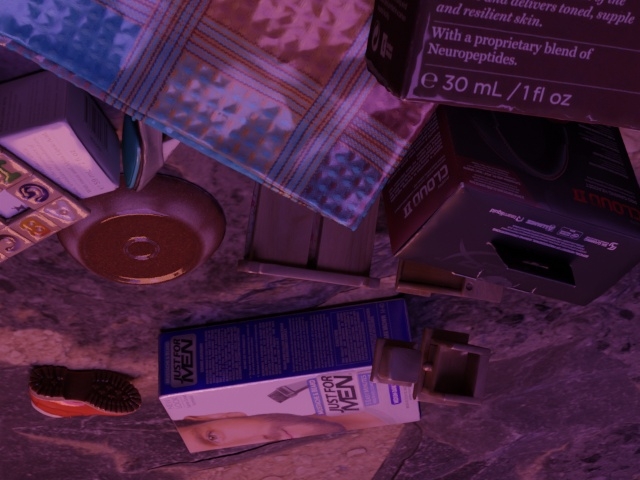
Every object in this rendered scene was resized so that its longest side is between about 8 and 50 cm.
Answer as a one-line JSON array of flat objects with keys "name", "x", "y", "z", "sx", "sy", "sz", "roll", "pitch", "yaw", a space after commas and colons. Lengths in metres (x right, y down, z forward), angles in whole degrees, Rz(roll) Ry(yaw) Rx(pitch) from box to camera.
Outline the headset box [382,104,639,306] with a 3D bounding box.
[{"name": "headset box", "x": 0.167, "y": -0.081, "z": 0.961, "sx": 0.218, "sy": 0.293, "sz": 0.110, "roll": 15, "pitch": 138, "yaw": -25}]

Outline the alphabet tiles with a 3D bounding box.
[{"name": "alphabet tiles", "x": -0.384, "y": -0.030, "z": 1.046, "sx": 0.237, "sy": 0.009, "sz": 0.198, "roll": -25, "pitch": 139, "yaw": 24}]

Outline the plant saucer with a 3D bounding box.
[{"name": "plant saucer", "x": -0.208, "y": -0.002, "z": 1.224, "sx": 0.198, "sy": 0.036, "sz": 0.198, "roll": -5, "pitch": 144, "yaw": -4}]

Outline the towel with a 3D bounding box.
[{"name": "towel", "x": -0.067, "y": -0.192, "z": 0.834, "sx": 0.370, "sy": 0.040, "sz": 0.271, "roll": 28, "pitch": 117, "yaw": -9}]

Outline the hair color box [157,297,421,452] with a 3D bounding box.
[{"name": "hair color box", "x": -0.038, "y": 0.190, "z": 1.449, "sx": 0.339, "sy": 0.110, "sz": 0.185, "roll": -8, "pitch": 144, "yaw": 4}]

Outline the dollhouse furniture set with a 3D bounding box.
[{"name": "dollhouse furniture set", "x": 0.000, "y": 0.000, "z": 1.106, "sx": 0.355, "sy": 0.303, "sz": 0.174, "roll": 10, "pitch": 177, "yaw": -20}]

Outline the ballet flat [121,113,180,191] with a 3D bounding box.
[{"name": "ballet flat", "x": -0.163, "y": -0.123, "z": 1.043, "sx": 0.068, "sy": 0.072, "sz": 0.213, "roll": -9, "pitch": 146, "yaw": -15}]

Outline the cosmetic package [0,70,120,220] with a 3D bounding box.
[{"name": "cosmetic package", "x": -0.331, "y": -0.083, "z": 1.057, "sx": 0.231, "sy": 0.085, "sz": 0.117, "roll": -16, "pitch": 142, "yaw": 11}]

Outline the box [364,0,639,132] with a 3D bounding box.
[{"name": "box", "x": 0.164, "y": -0.276, "z": 0.693, "sx": 0.191, "sy": 0.143, "sz": 0.381, "roll": 5, "pitch": 111, "yaw": -12}]

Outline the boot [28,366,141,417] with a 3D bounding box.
[{"name": "boot", "x": -0.335, "y": 0.224, "z": 1.494, "sx": 0.158, "sy": 0.059, "sz": 0.084, "roll": 13, "pitch": 143, "yaw": -11}]
